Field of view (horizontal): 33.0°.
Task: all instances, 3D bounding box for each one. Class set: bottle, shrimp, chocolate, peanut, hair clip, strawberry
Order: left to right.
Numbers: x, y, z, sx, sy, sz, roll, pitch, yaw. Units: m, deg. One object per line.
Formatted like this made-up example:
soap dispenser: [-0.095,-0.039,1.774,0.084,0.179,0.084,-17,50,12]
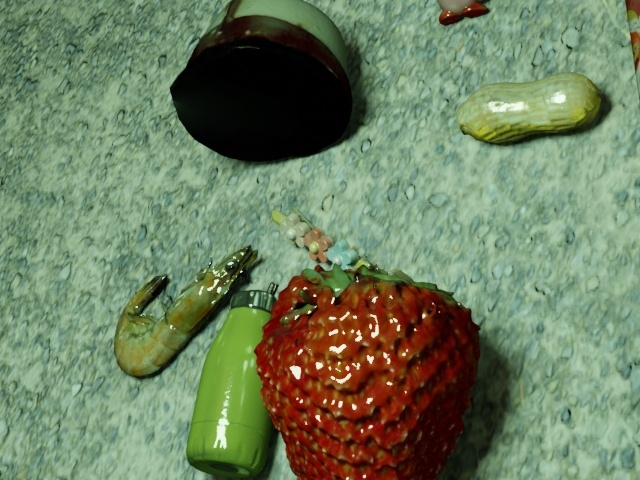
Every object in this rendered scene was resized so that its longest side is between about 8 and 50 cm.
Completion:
shrimp: [-0.222,0.087,1.701,0.296,0.058,0.169,-44,46,9]
bottle: [-0.113,0.196,1.520,0.112,0.112,0.260,-8,59,31]
chocolate: [-0.085,-0.268,1.679,0.284,0.283,0.186,-17,54,26]
hair clip: [-0.006,0.002,1.599,0.056,0.062,0.214,-19,37,-30]
strawberry: [0.053,0.204,1.338,0.312,0.267,0.351,5,96,64]
peanut: [0.285,-0.183,1.494,0.207,0.087,0.087,-7,60,32]

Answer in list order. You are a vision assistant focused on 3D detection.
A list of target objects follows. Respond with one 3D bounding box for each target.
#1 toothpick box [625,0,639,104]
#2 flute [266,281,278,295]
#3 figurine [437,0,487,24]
toothpick box: [0.482,-0.216,1.302,0.204,0.204,0.333,-14,57,27]
flute: [-0.121,0.183,1.598,0.014,0.014,0.269,10,69,38]
figurine: [0.216,-0.380,1.670,0.083,0.067,0.071,-6,80,13]
